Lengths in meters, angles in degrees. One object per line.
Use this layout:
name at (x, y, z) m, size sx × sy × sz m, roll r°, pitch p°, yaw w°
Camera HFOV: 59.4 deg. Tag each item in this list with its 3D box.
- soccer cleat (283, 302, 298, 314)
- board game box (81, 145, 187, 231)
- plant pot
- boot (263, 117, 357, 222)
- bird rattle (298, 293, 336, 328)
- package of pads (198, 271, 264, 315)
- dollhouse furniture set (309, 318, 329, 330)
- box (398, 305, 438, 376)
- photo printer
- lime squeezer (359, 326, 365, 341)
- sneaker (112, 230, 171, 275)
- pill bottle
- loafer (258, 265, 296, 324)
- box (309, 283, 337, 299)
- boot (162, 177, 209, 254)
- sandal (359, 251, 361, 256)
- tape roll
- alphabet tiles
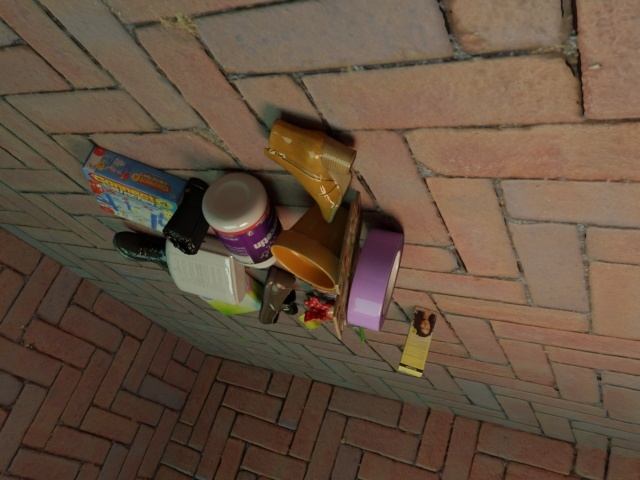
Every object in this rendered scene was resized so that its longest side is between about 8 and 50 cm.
soccer cleat at (-0.144, 0.270, 2.408) m, size 0.072 × 0.060 × 0.179 m, roll -3°, pitch 145°, yaw 40°
board game box at (-0.582, -0.145, 1.824) m, size 0.308 × 0.086 × 0.302 m, roll 21°, pitch 157°, yaw -1°
plant pot at (0.000, 0.000, 1.519) m, size 0.205 × 0.188 × 0.205 m, roll 29°, pitch 161°, yaw 11°
boot at (-0.033, -0.168, 1.340) m, size 0.211 × 0.104 × 0.295 m, roll 23°, pitch 152°, yaw 6°
bird rattle at (0.019, 0.263, 2.200) m, size 0.206 × 0.143 × 0.253 m, roll 2°, pitch 165°, yaw -14°
package of pads at (-0.378, 0.206, 2.347) m, size 0.229 × 0.101 × 0.296 m, roll -11°, pitch 146°, yaw 23°
dollhouse furniture set at (-0.016, 0.385, 2.522) m, size 0.090 × 0.081 × 0.114 m, roll 20°, pitch 157°, yaw 1°
box at (0.344, 0.354, 1.977) m, size 0.087 × 0.232 × 0.058 m, roll 16°, pitch 156°, yaw 7°
photo printer at (-0.438, 0.097, 2.108) m, size 0.307 × 0.107 × 0.256 m, roll 12°, pitch 128°, yaw 18°
lime squeezer at (0.095, 0.214, 2.056) m, size 0.310 × 0.110 × 0.059 m, roll 52°, pitch 172°, yaw 2°
sneaker at (-0.665, 0.034, 2.276) m, size 0.340 × 0.125 × 0.139 m, roll 24°, pitch 141°, yaw -22°
pill bottle at (-0.209, -0.042, 1.629) m, size 0.181 × 0.182 × 0.323 m, roll 13°, pitch 156°, yaw 17°
loafer at (-0.166, 0.241, 2.230) m, size 0.130 × 0.134 × 0.366 m, roll 14°, pitch 148°, yaw 0°
box at (0.023, 0.197, 2.154) m, size 0.136 × 0.028 × 0.081 m, roll 9°, pitch 155°, yaw 20°
boot at (-0.358, -0.042, 1.717) m, size 0.094 × 0.207 × 0.246 m, roll 1°, pitch 151°, yaw 36°
sandal at (0.095, 0.069, 1.755) m, size 0.265 × 0.076 × 0.102 m, roll 14°, pitch 137°, yaw -14°
tape roll at (0.155, 0.106, 1.540) m, size 0.090 × 0.275 × 0.275 m, roll 13°, pitch 156°, yaw 12°
alphabet tiles at (0.074, 0.065, 1.433) m, size 0.011 × 0.343 × 0.285 m, roll 7°, pitch 154°, yaw 11°
